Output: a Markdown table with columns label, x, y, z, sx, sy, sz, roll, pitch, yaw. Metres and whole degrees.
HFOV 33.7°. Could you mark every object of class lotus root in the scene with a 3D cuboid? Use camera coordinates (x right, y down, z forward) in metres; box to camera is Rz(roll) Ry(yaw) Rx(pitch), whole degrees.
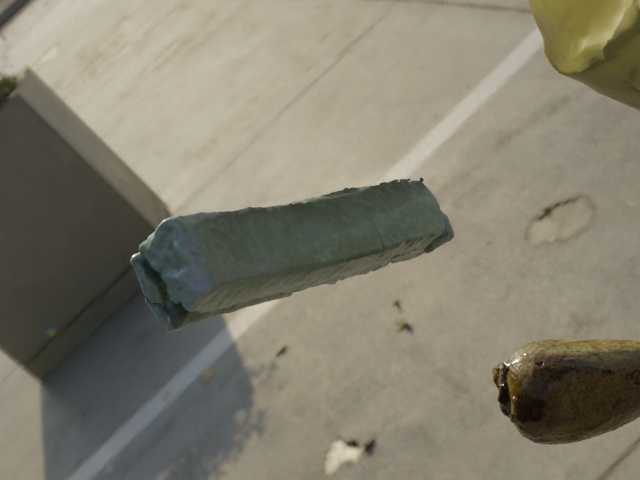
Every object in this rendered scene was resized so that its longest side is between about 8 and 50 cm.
| label | x | y | z | sx | sy | sz | roll | pitch | yaw |
| --- | --- | --- | --- | --- | --- | --- | --- | --- | --- |
| lotus root | 0.259 | 0.133 | 0.988 | 0.190 | 0.108 | 0.094 | -12 | 57 | 9 |

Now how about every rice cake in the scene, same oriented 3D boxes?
| label | x | y | z | sx | sy | sz | roll | pitch | yaw |
| --- | --- | --- | --- | --- | --- | --- | --- | --- | --- |
| rice cake | 0.000 | 0.000 | 0.802 | 0.063 | 0.066 | 0.336 | -36 | -15 | 36 |

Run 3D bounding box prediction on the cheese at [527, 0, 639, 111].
| label | x | y | z | sx | sy | sz | roll | pitch | yaw |
| --- | --- | --- | --- | --- | --- | --- | --- | --- | --- |
| cheese | 0.210 | -0.162 | 0.422 | 0.128 | 0.315 | 0.260 | 145 | 120 | -61 |
